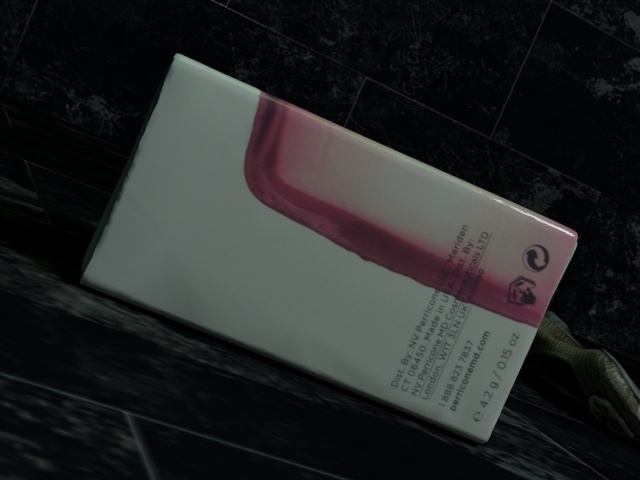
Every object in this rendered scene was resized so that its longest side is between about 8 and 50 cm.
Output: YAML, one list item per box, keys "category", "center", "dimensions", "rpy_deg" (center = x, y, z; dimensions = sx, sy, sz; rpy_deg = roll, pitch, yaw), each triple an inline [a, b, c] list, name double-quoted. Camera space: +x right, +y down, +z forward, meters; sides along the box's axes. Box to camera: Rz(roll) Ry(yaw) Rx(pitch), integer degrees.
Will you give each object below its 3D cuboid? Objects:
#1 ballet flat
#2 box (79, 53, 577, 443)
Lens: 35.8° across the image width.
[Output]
- category: "ballet flat"
  center: [0.232, 0.125, 0.898]
  dimensions: [0.084, 0.058, 0.250]
  rpy_deg: [59, -1, -15]
- category: "box"
  center: [0.000, 0.000, 0.567]
  dimensions: [0.232, 0.127, 0.148]
  rpy_deg: [23, 4, -10]
